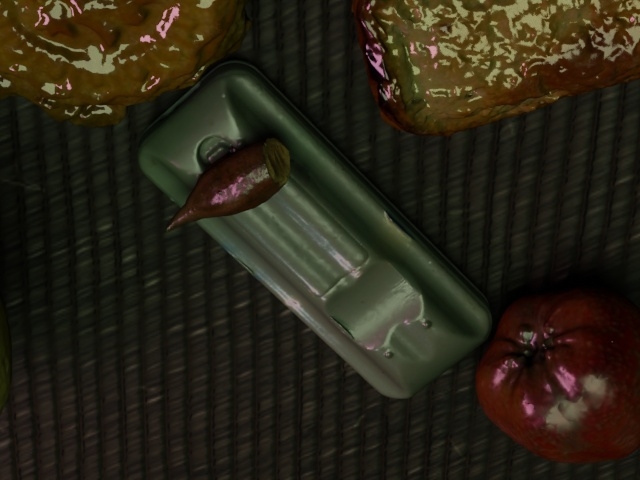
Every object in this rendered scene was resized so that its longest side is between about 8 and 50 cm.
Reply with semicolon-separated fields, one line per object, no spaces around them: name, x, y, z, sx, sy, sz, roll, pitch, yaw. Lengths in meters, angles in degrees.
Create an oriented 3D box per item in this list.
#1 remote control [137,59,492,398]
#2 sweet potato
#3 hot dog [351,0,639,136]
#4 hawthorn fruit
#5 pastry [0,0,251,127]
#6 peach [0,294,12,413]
remote control;0.000;0.000;1.311;0.128;0.065;0.335;-41;112;15
sweet potato;-0.075;-0.037;1.226;0.117;0.049;0.049;-31;114;16
hot dog;0.156;-0.177;1.201;0.259;0.114;0.175;-14;112;3
hawthorn fruit;0.237;0.130;1.355;0.162;0.162;0.203;-39;130;17
pastry;-0.163;-0.207;1.164;0.240;0.132;0.235;16;126;-12
peach;-0.390;0.054;1.192;0.281;0.314;0.315;-35;146;-7
